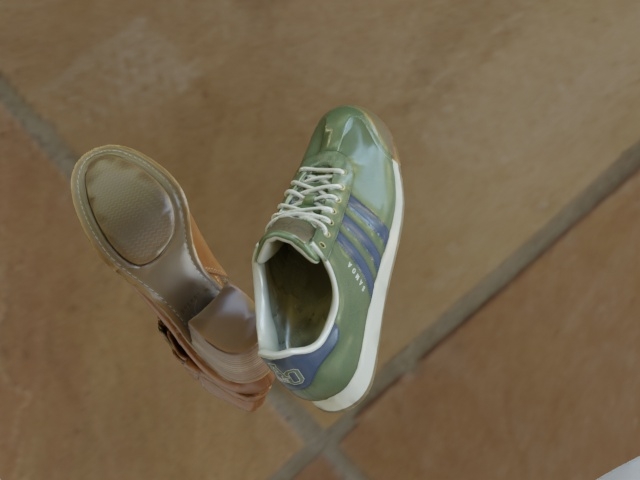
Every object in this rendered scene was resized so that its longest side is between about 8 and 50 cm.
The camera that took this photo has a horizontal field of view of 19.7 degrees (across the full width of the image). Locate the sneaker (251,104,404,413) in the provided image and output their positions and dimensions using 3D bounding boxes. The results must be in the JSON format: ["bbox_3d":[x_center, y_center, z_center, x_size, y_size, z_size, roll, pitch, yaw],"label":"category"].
[{"bbox_3d":[0.000,0.000,1.092,0.064,0.086,0.192,-5,71,31],"label":"sneaker"}]

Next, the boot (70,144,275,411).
[{"bbox_3d":[-0.103,0.035,1.292,0.073,0.152,0.197,-34,72,-12],"label":"boot"}]

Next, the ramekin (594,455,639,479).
[{"bbox_3d":[0.272,0.215,1.209,0.273,0.273,0.127,-32,63,19],"label":"ramekin"}]
